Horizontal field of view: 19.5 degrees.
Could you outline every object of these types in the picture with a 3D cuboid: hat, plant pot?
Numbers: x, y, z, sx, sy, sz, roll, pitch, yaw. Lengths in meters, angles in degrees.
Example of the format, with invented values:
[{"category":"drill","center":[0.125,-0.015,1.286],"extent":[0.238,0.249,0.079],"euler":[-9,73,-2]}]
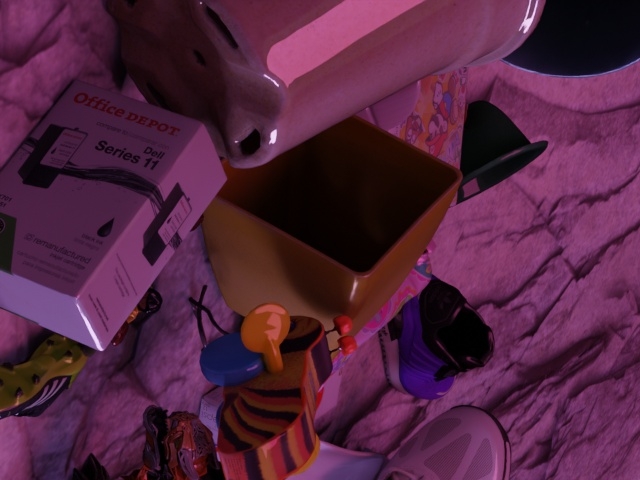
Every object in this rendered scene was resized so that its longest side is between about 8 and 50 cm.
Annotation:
[{"category":"hat","center":[0.188,-0.166,2.455],"extent":[0.208,0.183,0.173],"euler":[-35,169,38]},{"category":"plant pot","center":[-0.016,-0.235,1.714],"extent":[0.305,0.334,0.333],"euler":[-38,142,-29]},{"category":"plant pot","center":[0.303,-0.381,2.240],"extent":[0.293,0.293,0.235],"euler":[81,21,-46]},{"category":"plant pot","center":[0.000,0.000,2.018],"extent":[0.212,0.212,0.187],"euler":[-45,156,-41]}]

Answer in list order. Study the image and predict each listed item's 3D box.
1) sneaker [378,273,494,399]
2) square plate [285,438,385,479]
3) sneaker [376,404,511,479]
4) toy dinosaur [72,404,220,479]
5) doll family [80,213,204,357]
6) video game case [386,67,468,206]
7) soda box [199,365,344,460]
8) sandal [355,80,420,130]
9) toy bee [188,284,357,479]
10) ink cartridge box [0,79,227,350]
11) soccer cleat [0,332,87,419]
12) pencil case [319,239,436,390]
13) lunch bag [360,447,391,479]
[{"category":"sneaker","center":[0.166,0.146,2.499],"extent":[0.102,0.146,0.293],"euler":[-58,152,-22]},{"category":"square plate","center":[-0.064,0.394,2.289],"extent":[0.344,0.049,0.347],"euler":[-61,159,0]},{"category":"sneaker","center":[0.081,0.375,2.290],"extent":[0.447,0.169,0.257],"euler":[-54,160,-11]},{"category":"toy dinosaur","center":[-0.190,0.315,1.835],"extent":[0.164,0.218,0.321],"euler":[21,86,-64]},{"category":"doll family","center":[-0.184,0.016,1.753],"extent":[0.076,0.111,0.193],"euler":[-2,110,-63]},{"category":"video game case","center":[0.121,-0.134,2.252],"extent":[0.227,0.026,0.206],"euler":[-13,110,-62]},{"category":"soda box","center":[-0.057,0.189,2.184],"extent":[0.216,0.069,0.073],"euler":[-28,134,-54]},{"category":"sandal","center":[0.043,-0.242,2.032],"extent":[0.076,0.102,0.265],"euler":[-95,171,-58]},{"category":"toy bee","center":[-0.040,0.124,1.870],"extent":[0.195,0.162,0.298],"euler":[77,-2,-52]},{"category":"ink cartridge box","center":[-0.204,-0.027,1.637],"extent":[0.208,0.153,0.087],"euler":[-56,151,-27]},{"category":"soccer cleat","center":[-0.279,0.141,1.727],"extent":[0.179,0.060,0.072],"euler":[-29,146,-54]},{"category":"pencil case","center":[0.025,0.071,2.189],"extent":[0.284,0.124,0.124],"euler":[-39,141,-46]},{"category":"lunch bag","center":[0.097,0.449,2.499],"extent":[0.262,0.223,0.160],"euler":[-57,149,-21]}]
